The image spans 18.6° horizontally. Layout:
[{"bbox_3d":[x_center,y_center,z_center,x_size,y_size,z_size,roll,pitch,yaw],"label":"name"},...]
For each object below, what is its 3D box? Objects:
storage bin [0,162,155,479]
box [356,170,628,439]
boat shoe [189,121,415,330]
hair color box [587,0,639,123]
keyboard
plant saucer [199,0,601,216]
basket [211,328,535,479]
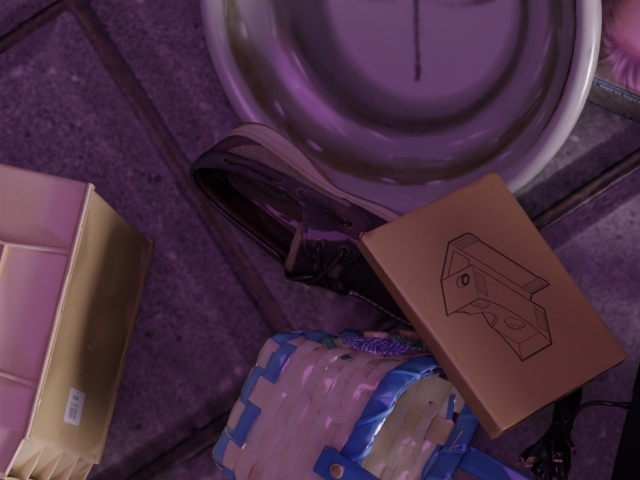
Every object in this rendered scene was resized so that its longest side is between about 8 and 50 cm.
[{"bbox_3d":[-0.258,0.082,1.727,0.123,0.262,0.260,12,80,9],"label":"storage bin"},{"bbox_3d":[0.146,0.051,1.649,0.164,0.021,0.201,-25,75,-37],"label":"box"},{"bbox_3d":[0.000,0.000,1.772,0.285,0.103,0.092,39,46,18],"label":"boat shoe"},{"bbox_3d":[0.366,-0.268,1.782,0.174,0.105,0.347,24,84,13],"label":"hair color box"},{"bbox_3d":[0.283,0.149,1.652,0.202,0.033,0.317,8,40,16],"label":"keyboard"},{"bbox_3d":[0.080,-0.218,1.768,0.400,0.100,0.400,10,110,29],"label":"plant saucer"},{"bbox_3d":[0.075,0.191,1.656,0.289,0.255,0.201,33,102,20],"label":"basket"}]
